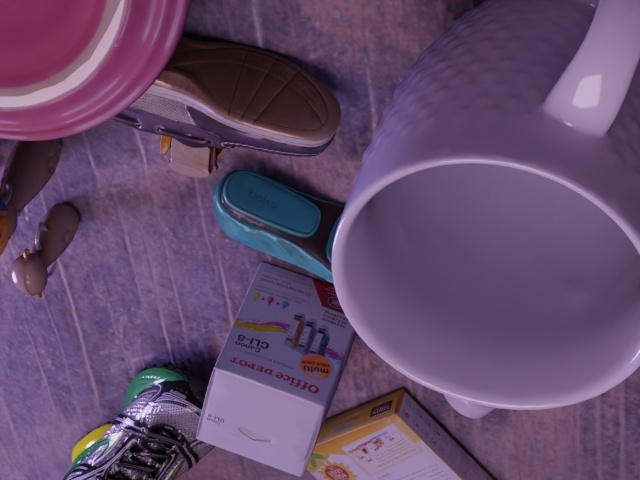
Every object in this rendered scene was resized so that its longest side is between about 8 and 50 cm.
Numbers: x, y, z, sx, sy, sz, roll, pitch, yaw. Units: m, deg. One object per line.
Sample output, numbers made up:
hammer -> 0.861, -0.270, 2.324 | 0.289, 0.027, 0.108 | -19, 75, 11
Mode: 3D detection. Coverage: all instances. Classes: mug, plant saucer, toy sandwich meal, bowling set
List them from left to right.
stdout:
bowling set -> -0.380, -0.070, 1.825 | 0.200, 0.154, 0.287 | 6, 132, 15
plant saucer -> -0.287, -0.249, 1.584 | 0.332, 0.084, 0.332 | 2, 107, 8
toy sandwich meal -> -0.135, -0.104, 1.789 | 0.086, 0.029, 0.085 | 10, 133, 11
mug -> 0.195, -0.095, 1.467 | 0.276, 0.328, 0.374 | 23, 134, -1

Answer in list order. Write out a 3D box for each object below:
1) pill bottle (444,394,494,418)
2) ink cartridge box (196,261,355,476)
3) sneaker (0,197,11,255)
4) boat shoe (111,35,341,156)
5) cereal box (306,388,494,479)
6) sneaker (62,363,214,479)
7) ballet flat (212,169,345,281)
pill bottle -> 0.203, 0.120, 1.824 | 0.094, 0.094, 0.169 | 34, 134, -12
ink cartridge box -> -0.043, 0.140, 1.874 | 0.128, 0.176, 0.127 | 19, 135, 3
sneaker -> -0.435, -0.074, 1.699 | 0.296, 0.112, 0.131 | 53, 145, 3
boat shoe -> -0.116, -0.138, 1.708 | 0.285, 0.102, 0.092 | 16, 139, 11
cereal box -> 0.106, 0.291, 2.047 | 0.173, 0.047, 0.240 | -26, 118, 36
sneaker -> -0.216, 0.273, 2.082 | 0.134, 0.146, 0.343 | 33, 133, -10
ballet flat -> 0.000, 0.000, 1.813 | 0.247, 0.083, 0.087 | 26, 159, -3
